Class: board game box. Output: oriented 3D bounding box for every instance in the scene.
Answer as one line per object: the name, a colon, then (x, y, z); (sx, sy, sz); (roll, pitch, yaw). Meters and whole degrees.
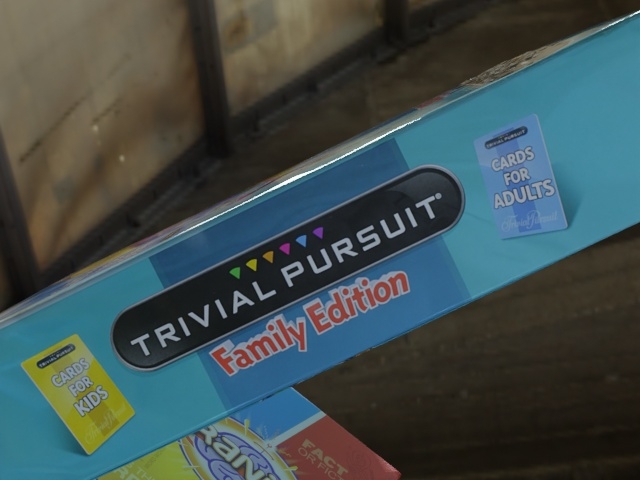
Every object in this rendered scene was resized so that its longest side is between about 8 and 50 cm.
board game box: (0.000, 0.000, 0.608); (0.336, 0.079, 0.254); (-26, -175, 4)
board game box: (-0.083, 0.209, 0.989); (0.242, 0.064, 0.316); (38, -154, 2)
